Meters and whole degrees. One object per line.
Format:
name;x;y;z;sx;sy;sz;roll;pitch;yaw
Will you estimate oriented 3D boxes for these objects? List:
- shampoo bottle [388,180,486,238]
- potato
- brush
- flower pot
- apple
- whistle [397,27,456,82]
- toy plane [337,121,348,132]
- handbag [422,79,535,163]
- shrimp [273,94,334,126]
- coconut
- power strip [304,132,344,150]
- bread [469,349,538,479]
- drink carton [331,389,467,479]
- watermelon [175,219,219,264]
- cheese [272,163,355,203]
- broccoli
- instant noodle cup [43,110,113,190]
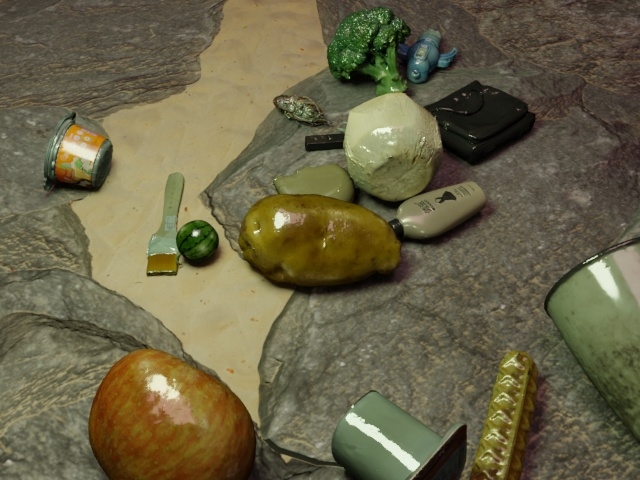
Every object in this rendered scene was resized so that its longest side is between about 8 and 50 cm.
shampoo bottle;0.273;-0.067;1.733;0.256;0.078;0.127;-24;53;-19
potato;0.000;0.000;1.614;0.368;0.177;0.196;5;43;-3
brush;-0.368;-0.050;1.748;0.085;0.020;0.337;-2;48;-2
flower pot;0.634;0.197;1.365;0.293;0.294;0.330;-13;54;-12
apple;-0.267;0.341;1.234;0.309;0.277;0.250;17;65;34
whistle;0.315;-0.566;2.185;0.180;0.093;0.269;16;44;13
toy plane;0.089;-0.301;1.971;0.080;0.033;0.083;0;47;-20
handbag;0.424;-0.338;1.980;0.275;0.088;0.244;-32;52;-24
shrimp;-0.046;-0.358;2.001;0.190;0.075;0.073;30;21;12
coconut;0.173;-0.240;1.772;0.244;0.245;0.247;-5;50;-5
power strip;0.013;-0.266;1.941;0.111;0.029;0.038;-5;48;-5
bread;0.347;0.361;1.352;0.077;0.084;0.368;-21;30;42
drink carton;0.128;0.384;1.269;0.189;0.191;0.185;25;55;33
watermelon;-0.287;0.002;1.651;0.108;0.109;0.109;0;48;0
cheese;-0.004;-0.113;1.765;0.202;0.091;0.175;-22;51;-21
broccoli;0.154;-0.529;2.063;0.270;0.270;0.270;-35;92;-28
instant noodle cup;-0.597;-0.208;1.804;0.125;0.208;0.177;17;5;-6
